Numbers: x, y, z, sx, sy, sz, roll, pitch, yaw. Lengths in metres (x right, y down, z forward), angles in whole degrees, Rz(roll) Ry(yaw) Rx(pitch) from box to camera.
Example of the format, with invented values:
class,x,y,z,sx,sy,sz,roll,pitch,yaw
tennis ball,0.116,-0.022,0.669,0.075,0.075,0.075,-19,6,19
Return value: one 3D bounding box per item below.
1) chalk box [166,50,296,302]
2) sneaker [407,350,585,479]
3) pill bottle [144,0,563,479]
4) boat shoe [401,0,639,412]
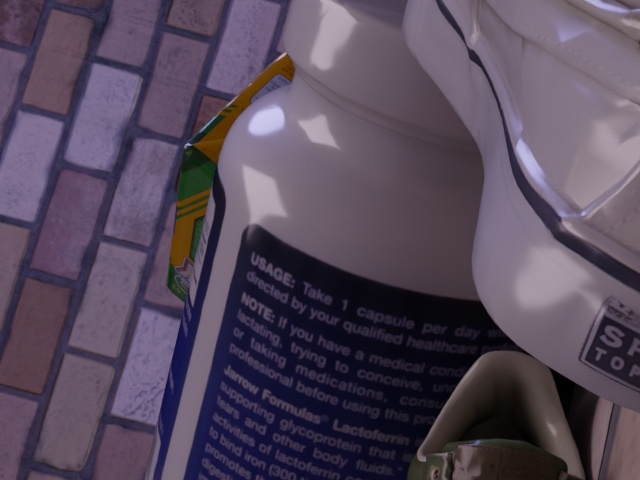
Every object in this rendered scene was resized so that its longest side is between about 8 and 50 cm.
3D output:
class,x,y,z,sx,sy,sz,roll,pitch,yaw
chalk box,0.000,0.000,1.385,0.179,0.180,0.289,-46,-15,-28
sneaker,0.047,0.102,0.538,0.192,0.064,0.086,-67,-13,-64
pill bottle,0.023,0.028,0.683,0.153,0.153,0.264,-74,-1,-65
boat shoe,0.074,-0.056,0.410,0.267,0.096,0.088,-77,5,-67
